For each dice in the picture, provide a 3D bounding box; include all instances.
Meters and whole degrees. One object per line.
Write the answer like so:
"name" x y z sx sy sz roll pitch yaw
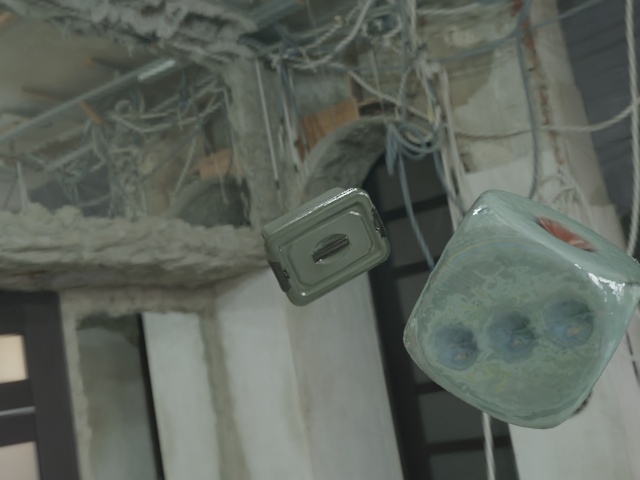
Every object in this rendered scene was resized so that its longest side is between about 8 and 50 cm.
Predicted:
"dice" 0.295 0.096 1.291 0.268 0.262 0.264 30 19 10

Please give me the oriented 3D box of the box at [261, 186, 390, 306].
"box" 0.000 0.000 1.258 0.172 0.124 0.093 -28 23 -10
